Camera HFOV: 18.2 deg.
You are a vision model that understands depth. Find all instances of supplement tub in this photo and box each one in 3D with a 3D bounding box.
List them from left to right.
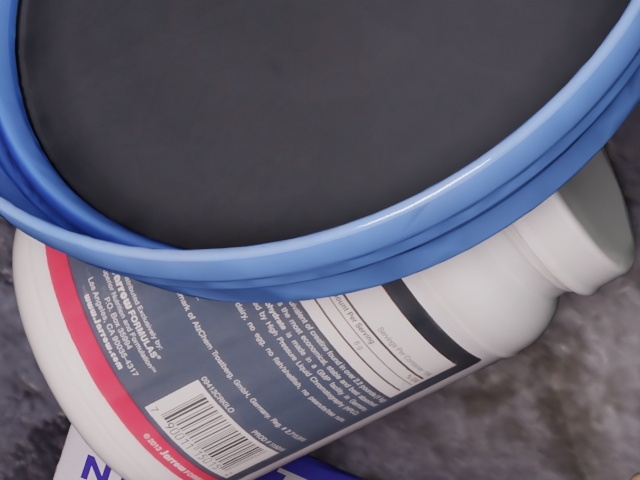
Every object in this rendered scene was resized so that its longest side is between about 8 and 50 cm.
[{"bbox_3d":[0.000,0.000,1.013,0.272,0.191,0.191,-28,97,19],"label":"supplement tub"}]

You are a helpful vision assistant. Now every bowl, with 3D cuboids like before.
[{"bbox_3d":[-0.009,-0.150,0.922,0.391,0.077,0.391,-10,61,18],"label":"bowl"}]

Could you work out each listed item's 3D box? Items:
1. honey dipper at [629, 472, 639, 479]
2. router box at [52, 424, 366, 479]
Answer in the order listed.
[{"bbox_3d":[0.238,0.173,1.088,0.160,0.030,0.030,34,110,7],"label":"honey dipper"},{"bbox_3d":[-0.024,0.281,1.154,0.335,0.082,0.301,22,109,8],"label":"router box"}]
